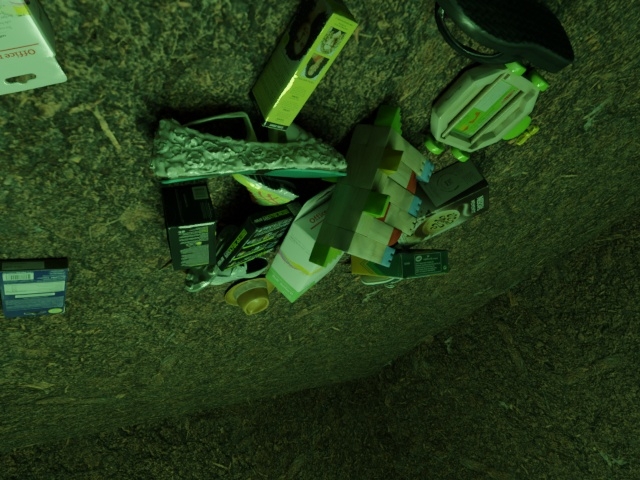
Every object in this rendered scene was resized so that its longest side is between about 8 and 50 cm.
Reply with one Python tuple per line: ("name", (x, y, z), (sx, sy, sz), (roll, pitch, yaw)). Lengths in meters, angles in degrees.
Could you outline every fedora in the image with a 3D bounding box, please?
("fedora", (-0.232, 0.199, 1.500), (0.195, 0.079, 0.194), (-17, 152, -9))

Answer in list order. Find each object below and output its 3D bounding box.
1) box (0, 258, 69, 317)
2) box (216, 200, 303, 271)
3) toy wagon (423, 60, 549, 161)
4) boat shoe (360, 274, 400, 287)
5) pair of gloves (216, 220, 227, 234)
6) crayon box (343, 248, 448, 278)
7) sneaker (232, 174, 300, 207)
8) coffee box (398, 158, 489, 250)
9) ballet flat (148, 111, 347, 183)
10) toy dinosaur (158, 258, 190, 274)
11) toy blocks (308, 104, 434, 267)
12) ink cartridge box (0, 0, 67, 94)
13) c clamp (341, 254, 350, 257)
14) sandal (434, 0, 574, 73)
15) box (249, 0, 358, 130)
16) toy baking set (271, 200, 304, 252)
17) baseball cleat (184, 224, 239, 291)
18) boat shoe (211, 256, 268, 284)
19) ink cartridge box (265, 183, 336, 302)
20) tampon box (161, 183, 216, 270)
("box", (-0.703, 0.120, 1.074), (0.137, 0.036, 0.225), (-1, 144, -34))
("box", (-0.149, -0.012, 1.091), (0.184, 0.045, 0.191), (-43, 169, 37))
("toy wagon", (0.424, -0.310, 1.084), (0.345, 0.068, 0.267), (4, 143, -40))
("boat shoe", (0.273, 0.132, 1.731), (0.255, 0.095, 0.079), (-22, 142, -20))
("pair of gloves", (-0.291, -0.032, 1.127), (0.074, 0.010, 0.083), (-40, 149, 25))
("crayon box", (0.247, 0.074, 1.503), (0.203, 0.083, 0.323), (-4, -179, -31))
("sneaker", (-0.137, -0.119, 1.009), (0.094, 0.081, 0.209), (-32, 151, 23))
("coffee box", (0.349, -0.105, 1.333), (0.297, 0.118, 0.168), (-27, 151, 9))
("ballet flat", (-0.120, -0.184, 0.856), (0.409, 0.146, 0.147), (-6, 148, -28))
("toy dinosaur", (-0.353, 0.062, 1.139), (0.064, 0.112, 0.211), (-21, 151, -1))
("toy blocks", (0.147, -0.092, 1.061), (0.261, 0.191, 0.380), (20, 89, -51))
("ink cartridge box", (-0.415, -0.284, 0.538), (0.116, 0.067, 0.198), (-16, 150, -11))
("c clamp", (0.027, 0.032, 1.457), (0.137, 0.022, 0.160), (-16, 153, -1))
("sandal", (0.315, -0.382, 0.795), (0.446, 0.167, 0.107), (2, 161, -38))
("box", (-0.038, -0.304, 0.751), (0.058, 0.087, 0.232), (1, 143, -40))
("toy baking set", (-0.125, -0.025, 1.235), (0.256, 0.030, 0.196), (-24, 152, 3))
("baseball cleat", (-0.270, 0.055, 1.153), (0.205, 0.072, 0.109), (-51, 166, -7))
("boat shoe", (-0.241, 0.072, 1.252), (0.081, 0.079, 0.228), (-30, 164, 34))
("ink cartridge box", (0.000, 0.000, 1.189), (0.207, 0.119, 0.353), (-38, 167, -38))
("tampon box", (-0.299, -0.029, 0.999), (0.102, 0.120, 0.161), (-9, 145, -20))
